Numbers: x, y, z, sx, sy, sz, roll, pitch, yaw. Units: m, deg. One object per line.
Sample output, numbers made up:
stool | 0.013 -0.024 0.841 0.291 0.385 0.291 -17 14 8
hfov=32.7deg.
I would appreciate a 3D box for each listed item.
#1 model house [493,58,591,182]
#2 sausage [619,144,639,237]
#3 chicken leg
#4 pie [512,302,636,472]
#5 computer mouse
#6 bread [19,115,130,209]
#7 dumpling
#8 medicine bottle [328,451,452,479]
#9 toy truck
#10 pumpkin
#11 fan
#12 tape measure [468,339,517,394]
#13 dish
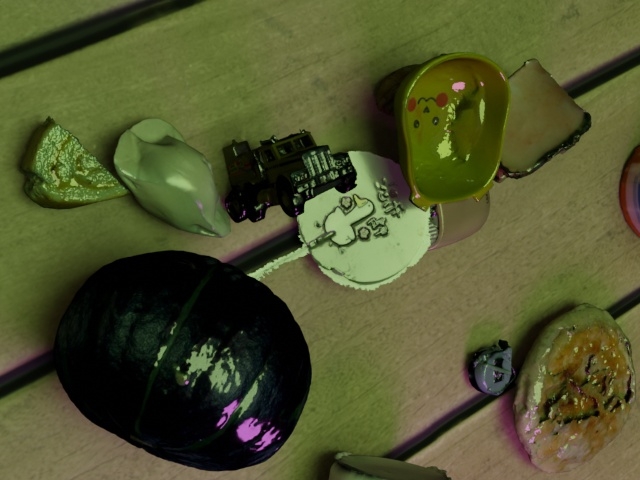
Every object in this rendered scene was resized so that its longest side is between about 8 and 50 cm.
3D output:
model house | 0.363 -0.193 1.957 0.183 0.172 0.166 -39 80 -2
sausage | 0.767 -0.094 2.135 0.233 0.287 0.233 -2 94 -30
chicken leg | 0.170 -0.270 1.900 0.178 0.070 0.093 -40 113 -32
pie | 0.496 0.291 2.115 0.339 0.077 0.339 -8 105 -34
computer mouse | 0.207 -0.061 1.924 0.236 0.082 0.145 -15 102 -30
bread | -0.366 -0.088 1.569 0.156 0.103 0.110 44 76 -24
dumpling | -0.219 -0.097 1.656 0.229 0.124 0.151 44 33 -32
medicine bottle | 0.095 0.563 1.830 0.213 0.213 0.379 9 89 -31
toy truck | -0.056 -0.105 1.662 0.127 0.257 0.127 -22 102 -27
pumpkin | -0.190 0.174 1.551 0.363 0.363 0.266 34 63 -28
fan | 0.000 0.000 1.812 0.414 0.012 0.233 -26 93 -16
tape measure | 0.319 0.241 2.030 0.094 0.054 0.091 -25 108 -36
dish | 0.200 -0.191 1.826 0.221 0.108 0.263 -12 113 -28
